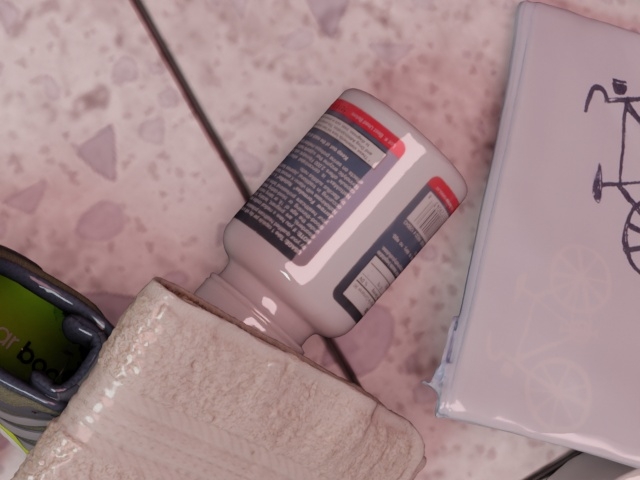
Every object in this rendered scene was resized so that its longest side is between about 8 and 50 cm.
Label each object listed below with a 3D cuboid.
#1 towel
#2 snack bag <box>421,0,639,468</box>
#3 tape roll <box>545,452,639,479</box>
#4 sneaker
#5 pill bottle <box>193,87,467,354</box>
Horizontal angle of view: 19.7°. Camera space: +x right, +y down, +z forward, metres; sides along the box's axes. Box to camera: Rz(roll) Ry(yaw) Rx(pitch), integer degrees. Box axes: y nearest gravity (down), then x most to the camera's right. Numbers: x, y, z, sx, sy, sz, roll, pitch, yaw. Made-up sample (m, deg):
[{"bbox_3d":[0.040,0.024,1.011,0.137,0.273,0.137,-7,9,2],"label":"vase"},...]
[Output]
[{"bbox_3d":[-0.058,0.151,1.149,0.282,0.049,0.187,31,94,-44],"label":"towel"},{"bbox_3d":[0.261,0.007,1.232,0.342,0.037,0.323,16,70,-7],"label":"snack bag"},{"bbox_3d":[0.252,0.277,1.260,0.286,0.100,0.286,0,92,-11],"label":"tape roll"},{"bbox_3d":[-0.150,0.096,1.147,0.300,0.121,0.111,37,75,-26],"label":"sneaker"},{"bbox_3d":[0.000,0.000,1.202,0.108,0.108,0.180,42,85,-9],"label":"pill bottle"}]
